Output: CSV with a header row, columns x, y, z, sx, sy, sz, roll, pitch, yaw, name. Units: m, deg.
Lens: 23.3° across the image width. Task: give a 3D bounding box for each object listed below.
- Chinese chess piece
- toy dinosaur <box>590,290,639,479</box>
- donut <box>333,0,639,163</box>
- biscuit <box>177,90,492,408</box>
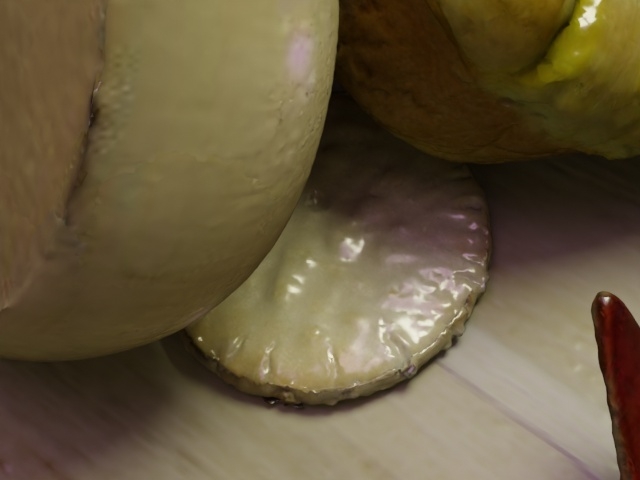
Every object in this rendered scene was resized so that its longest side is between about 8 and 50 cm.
x,y,z,sx,sy,sz,roll,pitch,yaw,name
-0.106,-0.087,0.601,0.102,0.273,0.273,-4,51,-39,Chinese chess piece
0.234,0.126,0.499,0.206,0.113,0.327,-30,59,-5,toy dinosaur
0.076,-0.159,0.626,0.128,0.208,0.261,-20,46,44,donut
0.000,0.000,0.662,0.152,0.020,0.152,-5,61,8,biscuit
